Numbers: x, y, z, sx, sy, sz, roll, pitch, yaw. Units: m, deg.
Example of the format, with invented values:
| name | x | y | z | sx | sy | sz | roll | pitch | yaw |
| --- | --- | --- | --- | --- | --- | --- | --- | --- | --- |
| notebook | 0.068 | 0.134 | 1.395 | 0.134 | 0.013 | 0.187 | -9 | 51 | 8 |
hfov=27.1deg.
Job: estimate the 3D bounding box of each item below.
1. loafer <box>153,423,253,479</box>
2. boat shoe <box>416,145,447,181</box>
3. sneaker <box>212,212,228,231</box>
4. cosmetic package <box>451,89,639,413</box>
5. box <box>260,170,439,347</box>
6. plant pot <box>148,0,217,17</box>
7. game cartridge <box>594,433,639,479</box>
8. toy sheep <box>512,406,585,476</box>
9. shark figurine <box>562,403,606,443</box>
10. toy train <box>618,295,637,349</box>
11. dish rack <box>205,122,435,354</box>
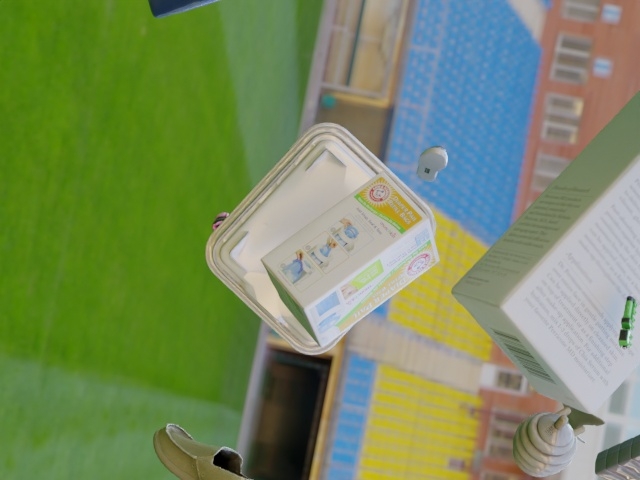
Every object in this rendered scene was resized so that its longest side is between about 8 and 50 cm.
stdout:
| name | x | y | z | sx | sy | sz | roll | pitch | yaw |
| --- | --- | --- | --- | --- | --- | --- | --- | --- | --- |
| loafer | -0.184 | 0.383 | 2.242 | 0.092 | 0.268 | 0.102 | -55 | 139 | 2 |
| boat shoe | 0.201 | -0.146 | 2.371 | 0.142 | 0.049 | 0.040 | 115 | -2 | -74 |
| sneaker | -0.148 | -0.014 | 2.455 | 0.057 | 0.119 | 0.047 | -40 | 147 | -74 |
| cosmetic package | 0.434 | 0.001 | 1.917 | 0.453 | 0.230 | 0.161 | -45 | -161 | -11 |
| box | 0.042 | 0.024 | 1.730 | 0.203 | 0.103 | 0.114 | -36 | 148 | -9 |
| plant pot | -0.133 | -0.470 | 1.956 | 0.236 | 0.236 | 0.212 | -26 | 104 | -38 |
| game cartridge | 0.697 | 0.436 | 2.373 | 0.230 | 0.355 | 0.068 | -39 | -151 | 58 |
| toy sheep | 0.300 | 0.266 | 1.758 | 0.132 | 0.091 | 0.091 | 105 | -3 | -46 |
| shark figurine | 0.484 | 0.230 | 2.405 | 0.116 | 0.166 | 0.278 | -47 | 177 | 36 |
| toy train | 0.411 | 0.109 | 1.778 | 0.024 | 0.017 | 0.083 | 62 | 36 | -43 |
| dish rack | 0.000 | 0.000 | 2.215 | 0.333 | 0.285 | 0.072 | -47 | -177 | 2 |
